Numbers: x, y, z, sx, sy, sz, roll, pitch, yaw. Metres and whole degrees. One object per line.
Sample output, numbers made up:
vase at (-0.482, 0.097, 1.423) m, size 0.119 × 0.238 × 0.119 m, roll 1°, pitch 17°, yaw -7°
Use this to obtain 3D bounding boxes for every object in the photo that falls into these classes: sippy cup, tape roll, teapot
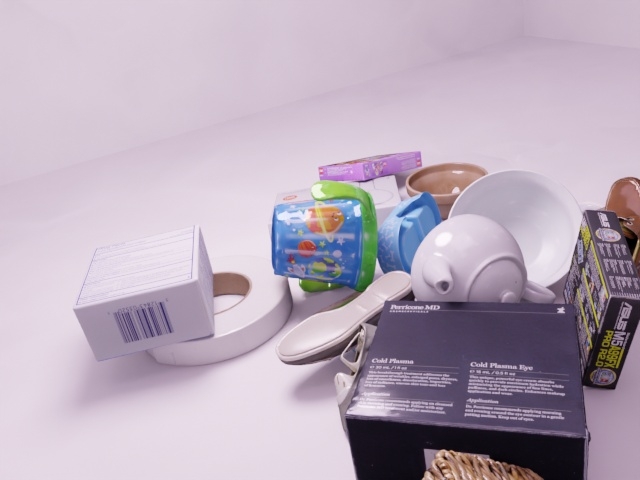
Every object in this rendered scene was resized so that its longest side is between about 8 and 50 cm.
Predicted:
sippy cup at (0.000, 0.000, 1.466) m, size 0.224 × 0.305 × 0.240 m, roll 1°, pitch 14°, yaw -7°
tape roll at (-0.262, 0.159, 1.548) m, size 0.392 × 0.072 × 0.392 m, roll -8°, pitch 27°, yaw 4°
teapot at (0.323, 0.080, 1.265) m, size 0.256 × 0.252 × 0.187 m, roll -35°, pitch 35°, yaw -12°

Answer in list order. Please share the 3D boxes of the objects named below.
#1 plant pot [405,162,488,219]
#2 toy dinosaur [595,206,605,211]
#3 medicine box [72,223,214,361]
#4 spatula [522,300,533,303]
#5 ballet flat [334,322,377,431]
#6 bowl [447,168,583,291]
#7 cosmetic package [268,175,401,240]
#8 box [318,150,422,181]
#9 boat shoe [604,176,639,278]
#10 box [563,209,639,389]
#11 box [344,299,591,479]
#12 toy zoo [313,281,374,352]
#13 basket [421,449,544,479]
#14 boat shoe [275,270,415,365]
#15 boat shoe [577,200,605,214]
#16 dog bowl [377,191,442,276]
plant pot at (0.372, -0.135, 1.840) m, size 0.237 × 0.109 × 0.237 m, roll -9°, pitch 27°, yaw 5°
toy dinosaur at (0.694, -0.026, 1.452) m, size 0.314 × 0.160 × 0.121 m, roll 7°, pitch 32°, yaw 30°
medicine box at (-0.389, 0.110, 1.447) m, size 0.264 × 0.149 × 0.289 m, roll -13°, pitch 27°, yaw -3°
spatula at (0.427, 0.187, 1.293) m, size 0.242 × 0.019 × 0.168 m, roll -24°, pitch 30°, yaw -24°
ballet flat at (0.061, 0.251, 1.184) m, size 0.068 × 0.072 × 0.213 m, roll 26°, pitch 59°, yaw -1°
bowl at (0.450, -0.007, 1.469) m, size 0.298 × 0.297 × 0.134 m, roll -2°, pitch -16°, yaw 16°
cosmetic package at (0.050, -0.085, 1.861) m, size 0.377 × 0.097 × 0.284 m, roll -8°, pitch 20°, yaw 5°
box at (0.166, -0.243, 2.078) m, size 0.293 × 0.057 × 0.201 m, roll -17°, pitch 13°, yaw -42°
boat shoe at (0.641, -0.010, 1.318) m, size 0.111 × 0.104 × 0.307 m, roll -15°, pitch 57°, yaw 42°
box at (0.518, 0.103, 1.172) m, size 0.060 × 0.216 × 0.270 m, roll 5°, pitch 35°, yaw 9°
box at (0.250, 0.258, 1.043) m, size 0.343 × 0.179 × 0.312 m, roll 0°, pitch 30°, yaw 20°
toy zoo at (0.143, 0.188, 1.383) m, size 0.192 × 0.030 × 0.293 m, roll -25°, pitch 30°, yaw -27°
basket at (0.222, 0.452, 0.773) m, size 0.214 × 0.223 × 0.299 m, roll 18°, pitch 21°, yaw -17°
boat shoe at (0.067, 0.183, 1.309) m, size 0.335 × 0.095 × 0.112 m, roll -29°, pitch 34°, yaw -19°
boat shoe at (0.661, -0.066, 1.654) m, size 0.184 × 0.066 × 0.063 m, roll 13°, pitch 49°, yaw 34°
dog bowl at (0.227, -0.009, 1.604) m, size 0.074 × 0.166 × 0.297 m, roll -8°, pitch 25°, yaw 33°
